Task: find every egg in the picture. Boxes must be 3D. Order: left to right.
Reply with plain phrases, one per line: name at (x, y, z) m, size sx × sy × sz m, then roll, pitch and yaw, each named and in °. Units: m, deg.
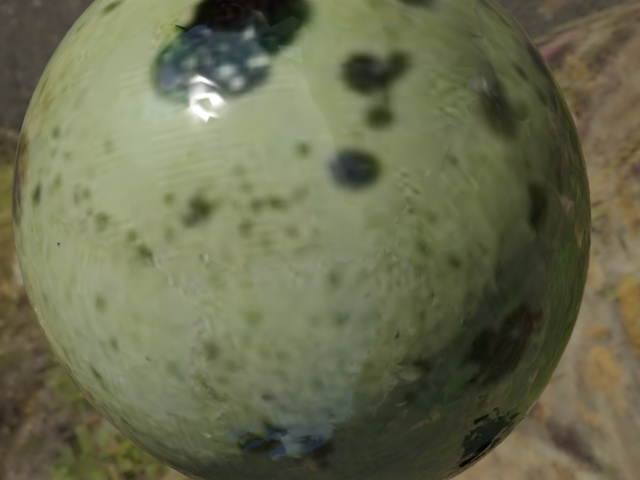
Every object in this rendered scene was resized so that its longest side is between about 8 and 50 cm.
egg at (0.000, 0.000, 0.566) m, size 0.177 × 0.177 × 0.228 m, roll 52°, pitch 176°, yaw 32°
